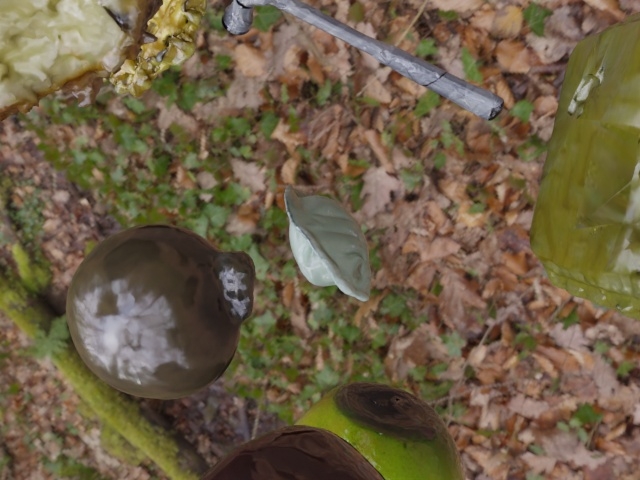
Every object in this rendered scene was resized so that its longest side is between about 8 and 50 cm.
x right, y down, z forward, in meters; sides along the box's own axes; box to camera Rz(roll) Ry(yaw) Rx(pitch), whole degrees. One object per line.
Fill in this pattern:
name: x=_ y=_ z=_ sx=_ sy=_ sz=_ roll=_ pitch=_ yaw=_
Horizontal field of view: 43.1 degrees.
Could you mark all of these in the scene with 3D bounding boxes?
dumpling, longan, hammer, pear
dumpling: x=-0.004 y=0.009 z=1.237 sx=0.219 sy=0.153 sz=0.108 roll=56 pitch=130 yaw=24
longan: x=-0.158 y=0.070 z=0.835 sx=0.204 sy=0.159 sz=0.184 roll=-27 pitch=97 yaw=9
hammer: x=0.070 y=-0.272 z=1.159 sx=0.427 sy=0.044 sz=0.152 roll=25 pitch=142 yaw=-13
pear: x=0.119 y=0.390 z=1.581 sx=0.399 sy=0.399 sz=0.165 roll=20 pitch=101 yaw=20

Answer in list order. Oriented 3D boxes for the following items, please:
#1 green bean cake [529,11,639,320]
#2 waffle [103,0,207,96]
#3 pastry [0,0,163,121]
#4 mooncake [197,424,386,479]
green bean cake: x=0.264 y=-0.053 z=0.591 sx=0.124 sy=0.233 sz=0.236 roll=11 pitch=94 yaw=-14
waffle: x=-0.262 y=-0.358 z=1.196 sx=0.262 sy=0.060 sz=0.280 roll=-15 pitch=79 yaw=32
pastry: x=-0.339 y=-0.259 z=0.749 sx=0.337 sy=0.405 sz=0.292 roll=55 pitch=166 yaw=40
mooncake: x=-0.046 y=0.366 z=0.934 sx=0.174 sy=0.326 sz=0.333 roll=42 pitch=120 yaw=32
